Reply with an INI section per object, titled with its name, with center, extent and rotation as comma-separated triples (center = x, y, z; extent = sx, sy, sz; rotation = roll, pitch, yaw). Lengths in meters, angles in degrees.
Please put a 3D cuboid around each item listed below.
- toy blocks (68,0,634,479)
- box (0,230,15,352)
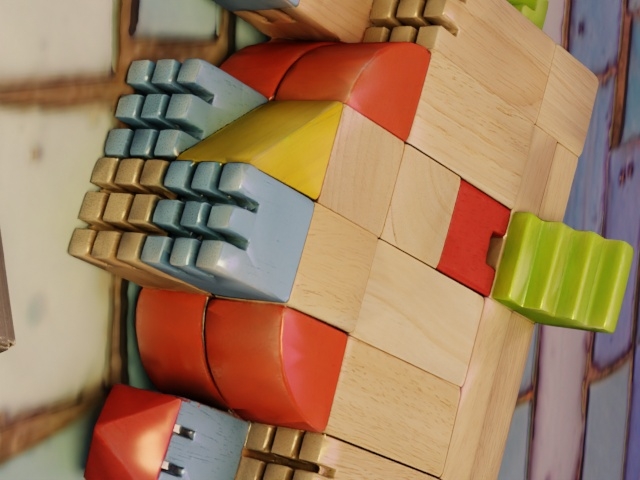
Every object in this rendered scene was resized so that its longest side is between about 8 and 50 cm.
[toy blocks]
center = 0.000, 0.000, 0.742
extent = 0.261, 0.191, 0.381
rotation = 27, 74, -46
[box]
center = -0.191, -0.061, 0.423
extent = 0.231, 0.056, 0.183
rotation = 18, 56, -59
